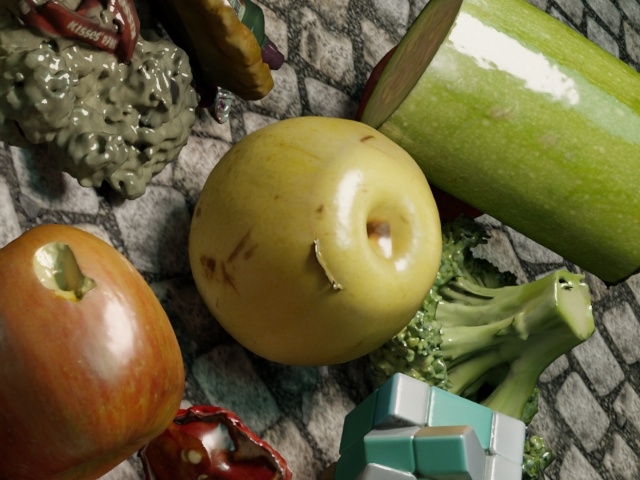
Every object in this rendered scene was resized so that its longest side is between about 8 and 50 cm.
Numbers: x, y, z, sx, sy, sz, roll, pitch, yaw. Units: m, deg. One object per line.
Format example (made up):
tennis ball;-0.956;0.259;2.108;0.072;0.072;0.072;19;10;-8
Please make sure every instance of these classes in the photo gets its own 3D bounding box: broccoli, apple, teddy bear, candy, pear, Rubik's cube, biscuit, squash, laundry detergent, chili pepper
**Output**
broccoli;0.182;0.144;2.137;0.249;0.302;0.375;-4;70;-19
apple;-0.258;0.108;1.620;0.242;0.242;0.241;-12;68;-55
teddy bear;-0.251;-0.219;1.932;0.368;0.224;0.357;23;61;-44
candy;-0.174;-0.202;2.159;0.175;0.045;0.043;29;10;-34
pear;0.000;0.000;1.978;0.309;0.309;0.309;32;42;-33
Rubik's cube;0.122;0.298;1.934;0.224;0.265;0.213;22;52;-15
biscuit;-0.178;-0.322;2.067;0.335;0.078;0.329;52;-7;33
squash;0.273;-0.140;2.131;0.384;0.263;0.263;30;40;-11
laundry detergent;-0.132;-0.311;2.267;0.222;0.078;0.144;38;31;-27
chili pepper;-0.086;0.243;1.786;0.253;0.144;0.136;37;39;-75

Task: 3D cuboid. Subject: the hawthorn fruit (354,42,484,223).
hawthorn fruit;0.160;-0.132;2.358;0.276;0.276;0.307;47;56;-16
